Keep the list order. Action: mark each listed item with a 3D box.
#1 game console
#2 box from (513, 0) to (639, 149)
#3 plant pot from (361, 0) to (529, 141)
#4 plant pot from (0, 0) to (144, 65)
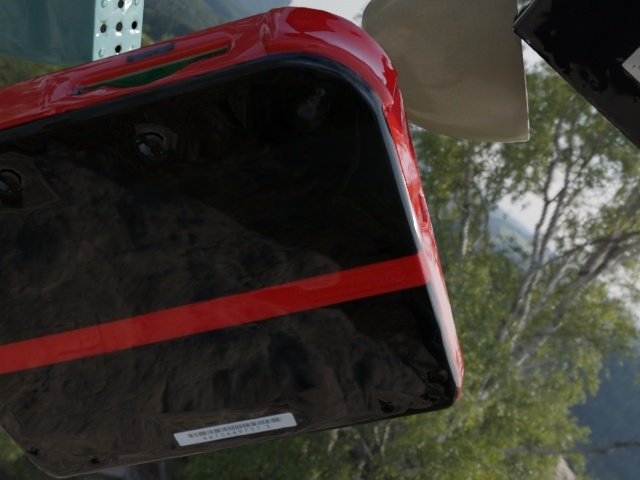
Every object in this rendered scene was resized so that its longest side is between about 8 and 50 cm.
[{"bbox_3d":[-0.108,0.035,0.511,0.060,0.387,0.342,-90,164,-51],"label":"game console"},{"bbox_3d":[0.408,-0.223,0.687,0.296,0.182,0.294,46,53,7],"label":"box"},{"bbox_3d":[0.161,-0.258,0.917,0.284,0.191,0.284,-7,90,-75],"label":"plant pot"},{"bbox_3d":[-0.393,-0.351,1.043,0.234,0.165,0.166,23,28,20],"label":"plant pot"}]
